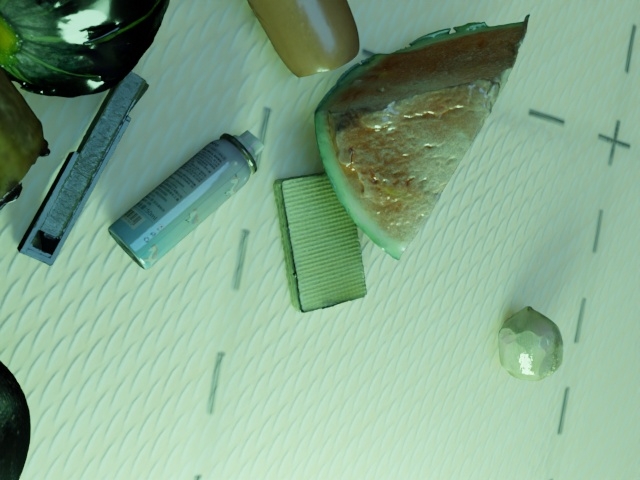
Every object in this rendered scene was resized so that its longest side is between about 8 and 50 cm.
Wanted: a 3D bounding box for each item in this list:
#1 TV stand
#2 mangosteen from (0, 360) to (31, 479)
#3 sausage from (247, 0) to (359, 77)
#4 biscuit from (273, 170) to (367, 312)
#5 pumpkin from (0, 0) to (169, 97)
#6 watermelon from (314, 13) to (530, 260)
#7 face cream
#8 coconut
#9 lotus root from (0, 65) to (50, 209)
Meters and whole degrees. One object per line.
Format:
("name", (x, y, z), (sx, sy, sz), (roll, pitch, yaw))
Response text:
("TV stand", (-0.292, -0.093, 0.839), (0.040, 0.049, 0.256), (30, 80, -27))
("mangosteen", (-0.447, 0.189, 0.652), (0.300, 0.300, 0.300), (-3, 96, -27))
("sausage", (-0.055, -0.366, 0.896), (0.121, 0.121, 0.304), (-36, 109, -20))
("biscuit", (0.000, 0.000, 1.003), (0.121, 0.041, 0.199), (-13, 101, -30))
("pumpkin", (-0.288, -0.316, 0.700), (0.296, 0.296, 0.295), (-3, 96, -27))
("watermelon", (0.127, -0.193, 0.976), (0.222, 0.292, 0.319), (27, 124, 2))
("face cream", (-0.167, -0.063, 0.891), (0.229, 0.075, 0.075), (-43, 112, -16))
("coconut", (0.362, 0.173, 1.169), (0.110, 0.110, 0.124), (-9, 105, -26))
("lotus root", (-0.430, -0.036, 0.597), (0.111, 0.375, 0.390), (57, 25, -48))
